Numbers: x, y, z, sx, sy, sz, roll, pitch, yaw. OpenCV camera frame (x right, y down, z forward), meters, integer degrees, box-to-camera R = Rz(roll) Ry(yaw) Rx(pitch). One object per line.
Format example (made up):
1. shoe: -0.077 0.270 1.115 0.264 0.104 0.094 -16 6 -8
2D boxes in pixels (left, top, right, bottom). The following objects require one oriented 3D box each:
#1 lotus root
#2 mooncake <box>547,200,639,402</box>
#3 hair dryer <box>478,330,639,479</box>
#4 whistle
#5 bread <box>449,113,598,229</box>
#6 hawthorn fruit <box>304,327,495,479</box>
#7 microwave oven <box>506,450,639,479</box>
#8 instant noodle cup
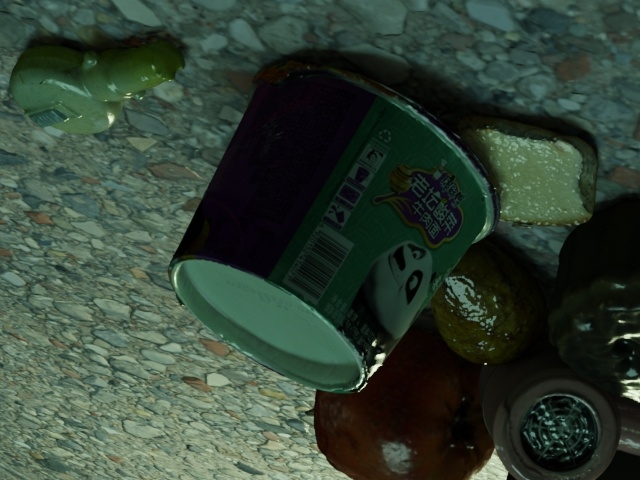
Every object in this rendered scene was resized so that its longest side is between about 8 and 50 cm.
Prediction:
1. lotus root: 0.149 0.048 1.498 0.108 0.094 0.191 -28 132 13
2. mooncake: 0.315 0.063 1.372 0.228 0.124 0.228 15 154 7
3. hair dryer: 0.338 0.194 1.548 0.352 0.125 0.210 13 -173 0
4. whistle: -0.198 -0.137 1.373 0.198 0.057 0.104 -6 148 44
5. bread: 0.170 -0.063 1.304 0.129 0.044 0.126 13 148 18
6. hawthorn fruit: 0.071 0.193 1.749 0.243 0.207 0.207 1 151 43
7. microwave oven: 0.353 0.278 1.741 0.247 0.178 0.188 3 149 31
8. instant noodle cup: 0.000 0.000 1.309 0.251 0.190 0.251 26 156 13
